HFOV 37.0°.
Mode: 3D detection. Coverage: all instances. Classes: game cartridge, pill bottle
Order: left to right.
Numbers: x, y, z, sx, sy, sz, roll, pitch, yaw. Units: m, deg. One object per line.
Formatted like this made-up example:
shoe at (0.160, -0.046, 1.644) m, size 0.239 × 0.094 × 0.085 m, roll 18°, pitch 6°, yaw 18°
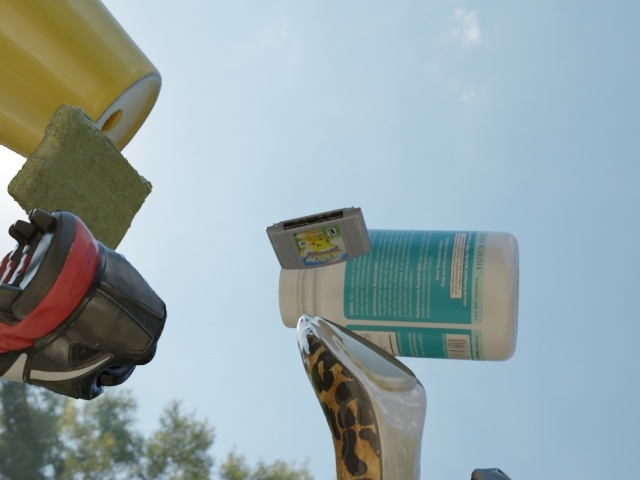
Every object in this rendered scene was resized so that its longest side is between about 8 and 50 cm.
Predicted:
game cartridge at (0.000, 0.000, 0.819) m, size 0.083 × 0.056 × 0.017 m, roll -12°, pitch -129°, yaw 8°
pill bottle at (0.090, 0.059, 1.088) m, size 0.263 × 0.146 × 0.146 m, roll 2°, pitch -77°, yaw 14°

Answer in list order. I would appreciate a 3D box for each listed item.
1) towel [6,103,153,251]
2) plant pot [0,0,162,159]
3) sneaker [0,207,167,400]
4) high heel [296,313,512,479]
towel at (-0.221, -0.046, 0.890) m, size 0.027 × 0.148 × 0.110 m, roll 15°, pitch -112°, yaw 32°
plant pot at (-0.321, -0.201, 1.087) m, size 0.239 × 0.254 × 0.254 m, roll 38°, pitch -56°, yaw 3°
sneaker at (-0.205, 0.063, 0.688) m, size 0.276 × 0.135 × 0.098 m, roll -18°, pitch -134°, yaw 48°
high heel at (0.016, 0.182, 0.699) m, size 0.261 × 0.093 × 0.186 m, roll 44°, pitch -72°, yaw 46°
